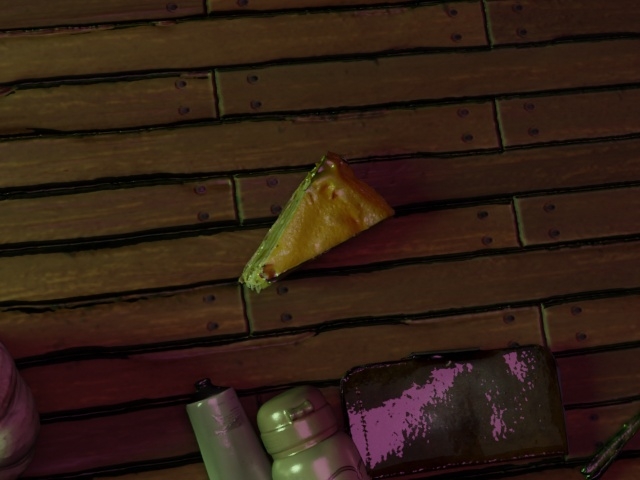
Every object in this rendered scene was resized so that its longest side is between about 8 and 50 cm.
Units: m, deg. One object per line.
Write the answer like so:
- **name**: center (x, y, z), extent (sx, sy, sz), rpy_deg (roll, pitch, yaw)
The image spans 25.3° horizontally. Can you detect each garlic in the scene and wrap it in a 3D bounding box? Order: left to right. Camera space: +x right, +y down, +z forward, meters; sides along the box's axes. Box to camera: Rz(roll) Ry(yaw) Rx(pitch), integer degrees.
- **garlic**: center (-0.389, 0.149, 1.434), extent (0.218, 0.219, 0.212), rpy_deg (-3, 44, -12)

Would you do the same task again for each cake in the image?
- **cake**: center (-0.002, 0.001, 1.593), extent (0.116, 0.079, 0.185), rpy_deg (32, 63, -16)

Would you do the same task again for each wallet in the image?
- **wallet**: center (0.151, 0.188, 1.592), extent (0.255, 0.031, 0.137), rpy_deg (-5, 78, -13)

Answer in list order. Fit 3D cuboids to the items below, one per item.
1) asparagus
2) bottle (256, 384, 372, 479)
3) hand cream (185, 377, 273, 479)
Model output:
- **asparagus**: center (0.381, 0.193, 1.642), extent (0.233, 0.023, 0.022), rpy_deg (-43, 133, -16)
- **bottle**: center (0.002, 0.257, 1.511), extent (0.097, 0.110, 0.209), rpy_deg (-23, 88, -18)
- **hand cream**: center (-0.092, 0.235, 1.527), extent (0.087, 0.054, 0.186), rpy_deg (-22, 89, -19)
